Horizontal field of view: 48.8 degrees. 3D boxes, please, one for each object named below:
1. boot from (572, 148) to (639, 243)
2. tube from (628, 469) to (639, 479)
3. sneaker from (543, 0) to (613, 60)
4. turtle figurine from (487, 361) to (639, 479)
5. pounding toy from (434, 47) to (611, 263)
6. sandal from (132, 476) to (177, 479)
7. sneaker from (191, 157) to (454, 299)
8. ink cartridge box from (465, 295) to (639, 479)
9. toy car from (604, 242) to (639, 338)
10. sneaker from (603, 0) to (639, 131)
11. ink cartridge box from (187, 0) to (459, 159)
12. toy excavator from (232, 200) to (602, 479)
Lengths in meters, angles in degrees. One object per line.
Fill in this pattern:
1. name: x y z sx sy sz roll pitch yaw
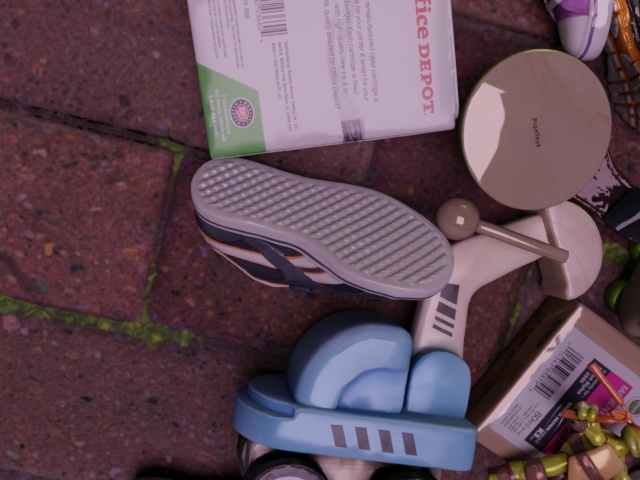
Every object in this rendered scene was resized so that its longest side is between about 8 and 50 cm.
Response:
1. boot: 0.353 -0.078 0.923 0.082 0.106 0.219 -39 74 10
2. tube: 0.536 0.438 1.055 0.240 0.062 0.070 46 139 -17
3. sneaker: 0.251 -0.347 0.843 0.161 0.102 0.282 -9 92 1
4. turtle figurine: 0.326 0.278 0.896 0.217 0.087 0.269 -31 112 11
5. pounding toy: 0.233 -0.109 0.854 0.183 0.110 0.236 12 100 -11
6. sandal: -0.157 0.369 0.963 0.220 0.060 0.090 11 146 -5
7. sneaker: 0.000 0.000 0.863 0.321 0.127 0.126 21 60 8
8. ink cartridge box: 0.337 0.216 0.972 0.193 0.088 0.234 36 97 -9
9. toy car: 0.499 0.082 0.911 0.189 0.155 0.148 21 100 -3
10. sneaker: 0.407 -0.235 0.883 0.083 0.084 0.214 -20 102 -5
11. ink cartridge box: 0.002 -0.220 0.834 0.289 0.121 0.211 -7 103 -3
12. toy excavator: 0.119 0.147 0.894 0.433 0.222 0.444 8 93 -7
